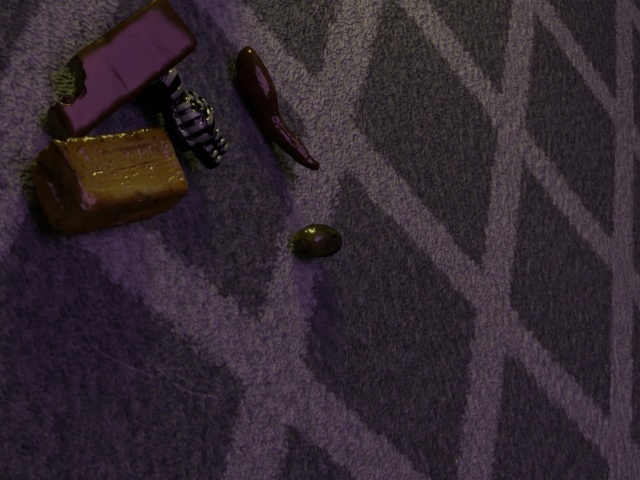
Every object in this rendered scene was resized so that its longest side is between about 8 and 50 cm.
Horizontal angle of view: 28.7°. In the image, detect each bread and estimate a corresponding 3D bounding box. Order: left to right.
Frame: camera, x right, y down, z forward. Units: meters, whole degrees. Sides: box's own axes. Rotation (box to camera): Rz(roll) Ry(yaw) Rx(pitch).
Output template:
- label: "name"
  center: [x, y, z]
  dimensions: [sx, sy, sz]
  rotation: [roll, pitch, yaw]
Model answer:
- label: "bread"
  center: [-0.254, -0.073, 1.511]
  dimensions: [0.211, 0.083, 0.114]
  rotation: [-13, 81, -57]
- label: "bread"
  center: [-0.256, -0.213, 1.558]
  dimensions: [0.226, 0.049, 0.088]
  rotation: [-43, 106, -33]

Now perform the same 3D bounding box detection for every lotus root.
- label: "lotus root"
  center: [0.000, 0.000, 1.868]
  dimensions: [0.099, 0.054, 0.049]
  rotation: [0, 93, -54]

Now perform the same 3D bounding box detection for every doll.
- label: "doll"
  center: [-0.201, -0.188, 1.669]
  dimensions: [0.219, 0.067, 0.091]
  rotation: [53, 40, -25]

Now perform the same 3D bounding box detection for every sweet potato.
- label: "sweet potato"
  center: [-0.070, -0.189, 1.873]
  dimensions: [0.214, 0.050, 0.050]
  rotation: [61, 33, -9]
